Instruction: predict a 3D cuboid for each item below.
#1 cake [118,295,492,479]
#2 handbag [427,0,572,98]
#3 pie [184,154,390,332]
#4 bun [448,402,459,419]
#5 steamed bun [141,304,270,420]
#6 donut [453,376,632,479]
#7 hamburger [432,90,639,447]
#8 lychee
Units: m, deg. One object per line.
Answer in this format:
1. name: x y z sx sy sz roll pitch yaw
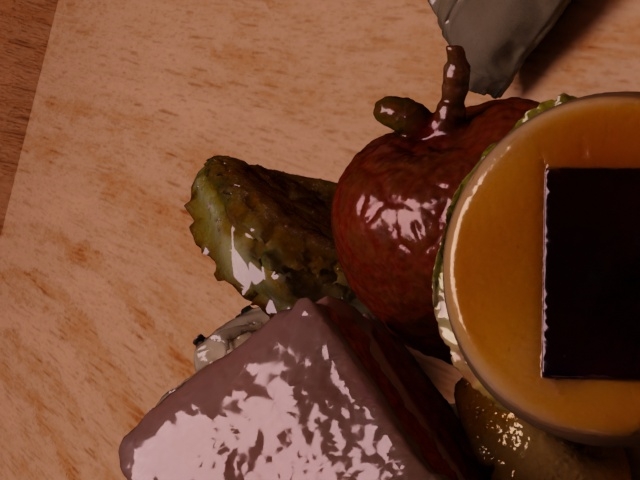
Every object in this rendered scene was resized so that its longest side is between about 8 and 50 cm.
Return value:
1. cake: 0.014 0.222 1.385 0.230 0.237 0.309 -41 65 8
2. handbag: 0.193 -0.319 1.685 0.253 0.109 0.316 122 147 -42
3. pie: 0.000 0.000 1.715 0.103 0.288 0.354 -68 26 20
4. bun: 0.100 0.285 1.555 0.287 0.146 0.287 -35 47 49
5. steamed bun: -0.031 0.219 1.724 0.268 0.280 0.207 -43 54 14
6. donut: 0.197 0.166 1.409 0.065 0.162 0.178 -51 48 25
7. hamburger: 0.232 0.019 1.295 0.176 0.300 0.300 15 -92 -73
8. lychee: 0.135 -0.025 1.507 0.300 0.255 0.255 66 171 -31
